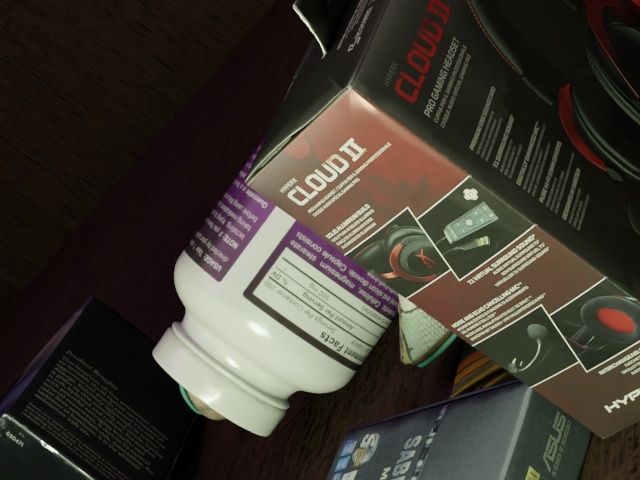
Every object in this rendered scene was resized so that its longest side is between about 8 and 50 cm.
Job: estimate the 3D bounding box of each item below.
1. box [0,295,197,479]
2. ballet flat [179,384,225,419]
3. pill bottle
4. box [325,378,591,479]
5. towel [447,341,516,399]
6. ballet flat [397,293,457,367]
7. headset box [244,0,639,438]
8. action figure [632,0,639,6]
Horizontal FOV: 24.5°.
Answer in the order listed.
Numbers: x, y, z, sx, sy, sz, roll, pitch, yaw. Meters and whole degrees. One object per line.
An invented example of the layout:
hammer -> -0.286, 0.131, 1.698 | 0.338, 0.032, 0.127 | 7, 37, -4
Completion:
box -> -0.291, 0.259, 1.524 | 0.296, 0.182, 0.294 | -49, 7, 20
ballet flat -> -0.049, 0.051, 1.498 | 0.106, 0.107, 0.316 | -20, 38, 31
pill bottle -> 0.000, 0.000, 1.252 | 0.323, 0.181, 0.181 | -54, 15, 1
box -> 0.050, 0.201, 0.858 | 0.183, 0.059, 0.233 | -23, 34, 48
towel -> 0.143, 0.019, 1.080 | 0.102, 0.021, 0.237 | -41, 20, 40
ballet flat -> 0.103, 0.008, 1.035 | 0.221, 0.079, 0.077 | -45, 18, 42
headset box -> 0.106, -0.062, 0.841 | 0.110, 0.293, 0.218 | -39, 20, 46
action figure -> 0.222, -0.202, 1.115 | 0.091, 0.139, 0.280 | -32, 29, 58
